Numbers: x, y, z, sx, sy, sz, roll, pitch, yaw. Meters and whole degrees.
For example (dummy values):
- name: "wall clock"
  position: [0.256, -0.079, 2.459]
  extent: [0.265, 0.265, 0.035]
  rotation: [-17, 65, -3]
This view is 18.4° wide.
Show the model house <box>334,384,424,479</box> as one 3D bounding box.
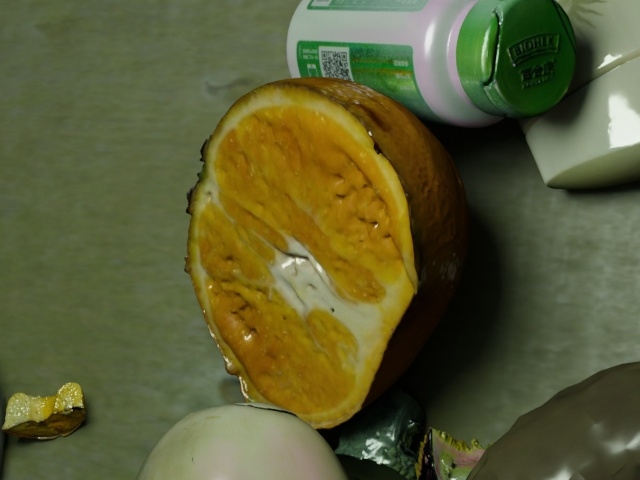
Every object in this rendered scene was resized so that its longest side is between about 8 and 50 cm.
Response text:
- name: "model house"
  position: [0.063, 0.174, 1.780]
  extent: [0.079, 0.066, 0.083]
  rotation: [5, 61, 39]

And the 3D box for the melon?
- name: "melon"
  position: [-0.064, 0.300, 1.709]
  extent: [0.223, 0.223, 0.317]
  rotation: [-10, 72, 24]

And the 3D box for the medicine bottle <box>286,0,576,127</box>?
- name: "medicine bottle"
  position: [0.097, -0.168, 1.750]
  extent: [0.274, 0.133, 0.133]
  rotation: [9, 80, 54]

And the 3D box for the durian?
- name: "durian"
  position: [0.152, 0.253, 1.702]
  extent: [0.108, 0.119, 0.186]
  rotation: [-14, 70, -16]

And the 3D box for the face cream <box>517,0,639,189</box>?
- name: "face cream"
  position: [0.224, -0.202, 1.775]
  extent: [0.173, 0.081, 0.348]
  rotation: [-30, 65, 23]

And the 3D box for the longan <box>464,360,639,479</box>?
- name: "longan"
  position: [0.268, 0.286, 1.458]
  extent: [0.391, 0.391, 0.391]
  rotation: [-7, 74, 25]

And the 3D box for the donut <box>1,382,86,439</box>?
- name: "donut"
  position: [-0.267, 0.164, 1.943]
  extent: [0.083, 0.067, 0.038]
  rotation: [-46, 36, 47]

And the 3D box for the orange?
- name: "orange"
  position: [0.004, 0.000, 1.724]
  extent: [0.274, 0.310, 0.274]
  rotation: [-6, 58, 9]

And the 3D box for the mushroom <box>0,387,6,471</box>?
- name: "mushroom"
  position: [-0.362, 0.229, 1.955]
  extent: [0.099, 0.096, 0.278]
  rotation: [0, 86, 39]
